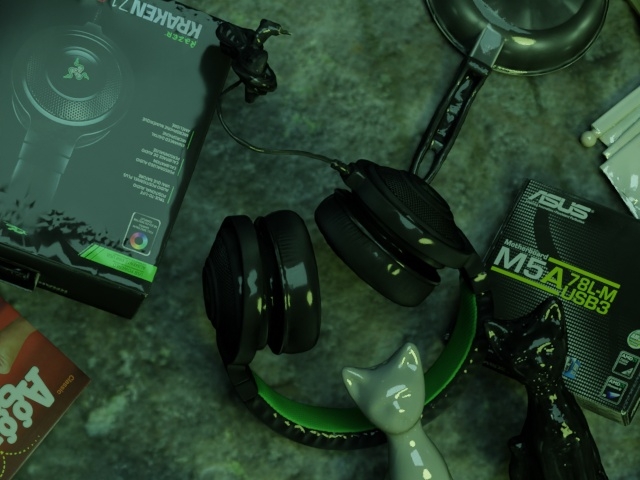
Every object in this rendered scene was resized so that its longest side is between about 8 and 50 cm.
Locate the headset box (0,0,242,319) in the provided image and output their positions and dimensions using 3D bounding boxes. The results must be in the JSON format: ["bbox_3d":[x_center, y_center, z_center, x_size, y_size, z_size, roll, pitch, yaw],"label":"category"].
[{"bbox_3d":[-0.235,-0.090,1.665,0.246,0.131,0.283,21,75,-7],"label":"headset box"}]

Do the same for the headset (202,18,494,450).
[{"bbox_3d":[0.000,0.000,1.646,0.243,0.185,0.394,-24,122,-2],"label":"headset"}]

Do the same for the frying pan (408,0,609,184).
[{"bbox_3d":[0.151,-0.221,1.827,0.326,0.053,0.197,-40,88,-20],"label":"frying pan"}]

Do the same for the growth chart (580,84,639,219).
[{"bbox_3d":[0.367,-0.054,1.851,0.172,0.021,0.237,-29,86,-17],"label":"growth chart"}]

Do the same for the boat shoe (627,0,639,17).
[{"bbox_3d":[0.360,-0.227,1.846,0.080,0.073,0.223,-27,76,-17],"label":"boat shoe"}]

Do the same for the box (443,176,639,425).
[{"bbox_3d":[0.239,0.054,1.746,0.191,0.045,0.184,23,75,22],"label":"box"}]

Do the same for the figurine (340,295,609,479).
[{"bbox_3d":[0.134,0.163,1.651,0.215,0.092,0.209,-17,120,-2],"label":"figurine"}]

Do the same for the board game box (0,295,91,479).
[{"bbox_3d":[-0.333,0.175,1.598,0.145,0.027,0.281,44,60,-13],"label":"board game box"}]
